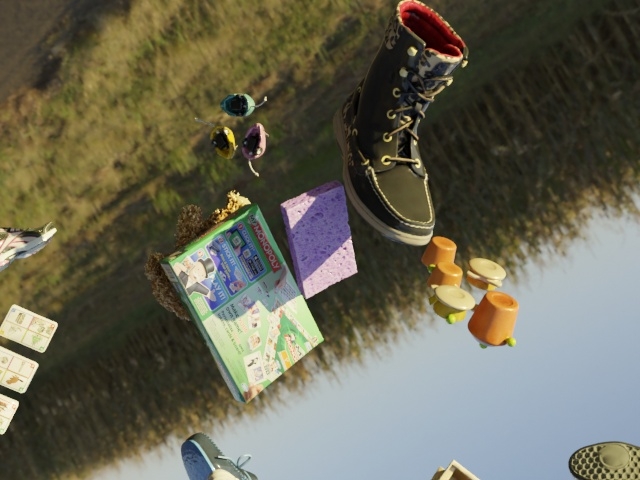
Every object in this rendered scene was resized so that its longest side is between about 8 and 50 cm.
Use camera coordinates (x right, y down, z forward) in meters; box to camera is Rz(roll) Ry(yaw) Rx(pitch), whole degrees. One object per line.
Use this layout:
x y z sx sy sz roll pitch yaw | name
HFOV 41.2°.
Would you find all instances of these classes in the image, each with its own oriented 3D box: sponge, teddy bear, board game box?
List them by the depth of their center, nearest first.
0.000 0.000 1.555 0.117 0.210 0.031 -25 -140 -18 | sponge
-0.142 0.119 1.619 0.213 0.317 0.046 -36 -159 -31 | board game box
-0.233 0.037 1.802 0.113 0.245 0.338 -7 -136 43 | teddy bear

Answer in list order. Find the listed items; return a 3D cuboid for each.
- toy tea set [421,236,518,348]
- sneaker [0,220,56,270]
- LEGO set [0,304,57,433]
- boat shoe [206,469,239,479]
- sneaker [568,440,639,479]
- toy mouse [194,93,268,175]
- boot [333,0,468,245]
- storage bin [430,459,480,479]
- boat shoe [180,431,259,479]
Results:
0.311 0.122 1.861 0.336 0.200 0.124 -89 -167 -64 | toy tea set
-0.604 0.000 1.667 0.178 0.077 0.072 -34 -179 -36 | sneaker
-0.550 0.165 1.294 0.060 0.244 0.182 120 -8 -73 | LEGO set
-0.113 0.457 1.313 0.096 0.267 0.088 -28 -145 -3 | boat shoe
0.488 0.376 1.257 0.226 0.163 0.086 -2 -139 21 | sneaker
-0.123 -0.191 1.416 0.143 0.161 0.031 -45 160 32 | toy mouse
0.147 -0.206 1.449 0.138 0.377 0.284 10 131 -22 | boot
0.231 0.532 1.329 0.260 0.262 0.123 -52 172 -14 | storage bin
-0.150 0.437 1.483 0.109 0.258 0.089 -15 -163 47 | boat shoe
